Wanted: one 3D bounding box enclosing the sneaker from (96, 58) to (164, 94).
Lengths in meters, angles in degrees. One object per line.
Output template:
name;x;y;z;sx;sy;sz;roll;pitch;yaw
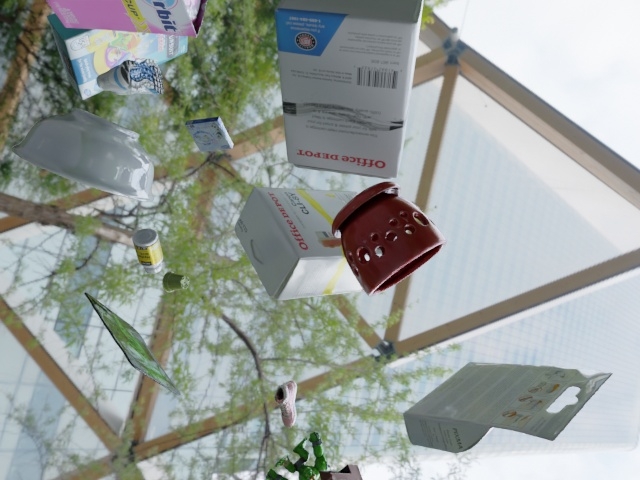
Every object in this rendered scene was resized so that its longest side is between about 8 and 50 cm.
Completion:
sneaker;-0.385;-0.328;1.018;0.082;0.191;0.072;-10;-79;11

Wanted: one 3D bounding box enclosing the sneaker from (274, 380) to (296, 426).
sneaker;-0.107;0.480;1.460;0.050;0.070;0.135;3;-91;34

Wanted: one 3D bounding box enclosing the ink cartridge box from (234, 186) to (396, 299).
ink cartridge box;0.000;0.000;1.390;0.279;0.384;0.160;55;-49;33

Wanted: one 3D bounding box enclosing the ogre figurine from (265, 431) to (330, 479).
ogre figurine;-0.055;0.688;1.528;0.118;0.197;0.097;46;-45;18

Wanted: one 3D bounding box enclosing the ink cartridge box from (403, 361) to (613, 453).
ink cartridge box;0.433;0.390;1.169;0.385;0.308;0.091;-12;-84;51

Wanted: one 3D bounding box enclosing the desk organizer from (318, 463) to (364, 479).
desk organizer;0.060;0.681;1.451;0.047;0.130;0.050;-49;-139;23

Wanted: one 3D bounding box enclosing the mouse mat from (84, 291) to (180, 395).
mouse mat;-0.308;0.170;0.824;0.007;0.153;0.189;-42;-126;-12

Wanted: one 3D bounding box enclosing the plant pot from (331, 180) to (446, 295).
plant pot;0.126;-0.007;1.008;0.191;0.191;0.174;-43;-106;24

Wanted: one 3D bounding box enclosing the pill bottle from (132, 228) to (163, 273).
pill bottle;-0.453;0.031;1.326;0.065;0.065;0.116;-124;-155;-42

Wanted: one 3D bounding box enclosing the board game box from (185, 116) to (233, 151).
board game box;-0.275;-0.261;1.243;0.090;0.090;0.020;-2;-129;16

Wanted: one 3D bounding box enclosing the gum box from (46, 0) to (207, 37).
gum box;-0.136;-0.256;0.388;0.107;0.062;0.189;5;-109;4

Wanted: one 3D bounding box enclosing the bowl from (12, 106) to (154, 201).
bowl;-0.488;-0.200;1.098;0.297;0.297;0.134;26;-86;47

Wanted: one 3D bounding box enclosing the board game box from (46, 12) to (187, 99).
board game box;-0.508;-0.534;1.315;0.079;0.336;0.254;53;-22;4

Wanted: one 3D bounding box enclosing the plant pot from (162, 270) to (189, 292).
plant pot;-0.560;0.163;1.965;0.079;0.083;0.083;0;-107;26

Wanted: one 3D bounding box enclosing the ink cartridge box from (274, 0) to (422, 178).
ink cartridge box;0.065;-0.355;1.155;0.285;0.395;0.166;10;-131;10
